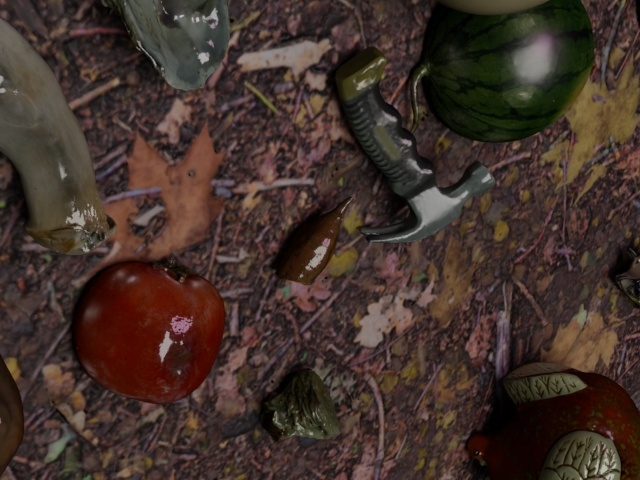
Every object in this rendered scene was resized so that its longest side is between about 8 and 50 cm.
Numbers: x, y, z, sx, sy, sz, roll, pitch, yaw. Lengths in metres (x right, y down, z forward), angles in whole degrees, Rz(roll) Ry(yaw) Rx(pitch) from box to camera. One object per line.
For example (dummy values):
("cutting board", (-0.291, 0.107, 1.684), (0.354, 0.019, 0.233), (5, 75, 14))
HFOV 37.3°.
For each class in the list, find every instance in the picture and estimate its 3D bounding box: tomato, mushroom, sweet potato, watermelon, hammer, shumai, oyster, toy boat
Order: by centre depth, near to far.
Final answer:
("oyster", (-0.147, -0.235, 0.750), (0.252, 0.087, 0.199), (12, 92, -51))
("mushroom", (-0.233, -0.081, 0.755), (0.092, 0.081, 0.223), (-57, 140, -31))
("tomato", (-0.147, 0.094, 0.901), (0.159, 0.091, 0.139), (19, 98, -46))
("sweet potato", (0.000, 0.000, 1.013), (0.117, 0.049, 0.049), (-54, 134, -3))
("hammer", (0.081, -0.098, 1.024), (0.158, 0.041, 0.226), (-34, 123, 0))
("watermelon", (0.221, -0.199, 1.062), (0.232, 0.127, 0.204), (-9, 119, -32))
("shumai", (-0.028, 0.198, 1.082), (0.080, 0.082, 0.083), (-27, 99, 13))
("toy boat", (0.521, 0.077, 1.498), (0.084, 0.066, 0.210), (-44, 145, -1))

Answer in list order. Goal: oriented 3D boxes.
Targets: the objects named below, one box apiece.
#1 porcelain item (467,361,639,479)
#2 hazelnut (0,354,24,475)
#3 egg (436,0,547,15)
("porcelain item", (0.327, 0.297, 1.353), (0.253, 0.253, 0.253), (-18, 120, -34))
("hazelnut", (-0.315, 0.144, 0.706), (0.210, 0.210, 0.186), (-35, 168, -24))
("egg", (0.185, -0.320, 0.927), (0.241, 0.186, 0.186), (-26, 125, -21))
